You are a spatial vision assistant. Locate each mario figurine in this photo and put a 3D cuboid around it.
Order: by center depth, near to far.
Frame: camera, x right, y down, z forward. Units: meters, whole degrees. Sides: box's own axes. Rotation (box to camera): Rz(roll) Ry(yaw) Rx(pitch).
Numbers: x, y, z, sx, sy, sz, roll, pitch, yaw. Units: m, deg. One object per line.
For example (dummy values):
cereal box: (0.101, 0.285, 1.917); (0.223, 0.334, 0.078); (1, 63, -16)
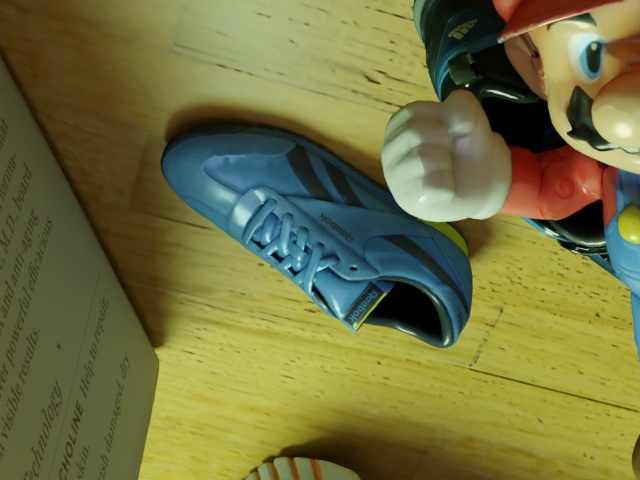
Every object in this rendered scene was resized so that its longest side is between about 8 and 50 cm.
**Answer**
mario figurine: (0.158, -0.014, 0.698); (0.198, 0.170, 0.321); (-33, 114, -15)

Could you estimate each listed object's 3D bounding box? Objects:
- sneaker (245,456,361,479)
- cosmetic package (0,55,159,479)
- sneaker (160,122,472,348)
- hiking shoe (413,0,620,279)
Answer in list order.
sneaker: (-0.032, 0.227, 1.141); (0.083, 0.084, 0.215); (22, 134, -31)
cosmetic package: (-0.324, 0.071, 0.856); (0.329, 0.327, 0.394); (-12, 128, 15)
sneaker: (0.000, 0.000, 0.932); (0.209, 0.082, 0.069); (26, 130, -16)
hiking shoe: (0.156, -0.024, 0.862); (0.113, 0.132, 0.304); (-35, 120, 30)
